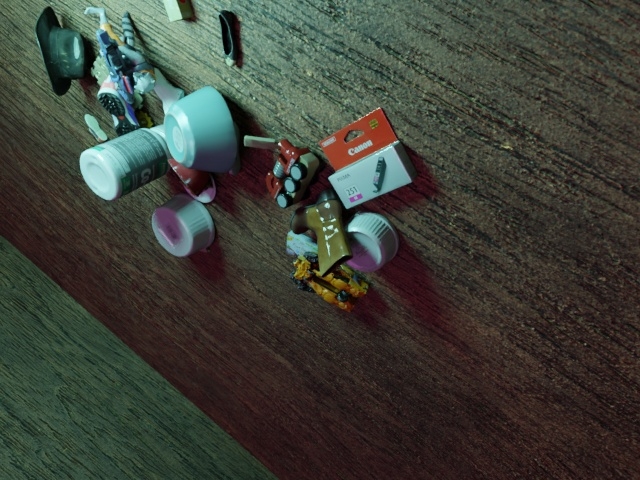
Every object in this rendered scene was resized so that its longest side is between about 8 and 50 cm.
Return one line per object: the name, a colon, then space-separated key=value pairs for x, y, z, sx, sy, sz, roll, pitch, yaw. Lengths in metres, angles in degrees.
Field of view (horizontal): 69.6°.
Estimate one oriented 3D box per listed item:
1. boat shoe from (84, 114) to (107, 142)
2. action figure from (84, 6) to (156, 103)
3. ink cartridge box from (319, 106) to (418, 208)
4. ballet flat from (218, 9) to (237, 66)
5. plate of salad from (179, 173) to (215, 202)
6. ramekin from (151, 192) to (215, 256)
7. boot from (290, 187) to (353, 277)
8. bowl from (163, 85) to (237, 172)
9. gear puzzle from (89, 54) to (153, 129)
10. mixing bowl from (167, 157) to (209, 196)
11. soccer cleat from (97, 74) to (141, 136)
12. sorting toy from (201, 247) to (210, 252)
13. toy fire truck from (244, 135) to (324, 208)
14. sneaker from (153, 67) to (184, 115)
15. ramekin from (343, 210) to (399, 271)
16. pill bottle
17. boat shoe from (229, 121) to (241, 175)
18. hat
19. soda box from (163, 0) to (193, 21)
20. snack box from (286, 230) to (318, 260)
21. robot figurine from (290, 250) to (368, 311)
boat shoe: x=-1.038 y=-0.512 z=2.116 sx=0.043 sy=0.049 sz=0.137 roll=-17 pitch=114 yaw=43
action figure: x=-0.684 y=-0.666 z=1.613 sx=0.330 sy=0.178 sz=0.341 roll=57 pitch=162 yaw=7
ink cartridge box: x=0.135 y=-0.251 z=1.461 sx=0.275 sy=0.060 sz=0.239 roll=-20 pitch=108 yaw=42
ballet flat: x=-0.307 y=-0.655 z=1.498 sx=0.057 sy=0.049 sz=0.173 roll=16 pitch=128 yaw=27
plate of salad: x=-0.525 y=-0.245 z=1.937 sx=0.200 sy=0.048 sz=0.199 roll=18 pitch=128 yaw=25
ramekin: x=-0.622 y=-0.060 z=2.064 sx=0.277 sy=0.135 sz=0.277 roll=16 pitch=125 yaw=25
boot: x=0.000 y=0.000 z=1.604 sx=0.264 sy=0.096 sz=0.280 roll=-32 pitch=57 yaw=35
bowl: x=-0.445 y=-0.379 z=1.638 sx=0.311 sy=0.163 sz=0.311 roll=29 pitch=128 yaw=45
gear puzzle: x=-0.793 y=-0.603 z=1.888 sx=0.175 sy=0.044 sz=0.339 roll=-25 pitch=106 yaw=41
mixing bowl: x=-0.502 y=-0.272 z=1.809 sx=0.181 sy=0.098 sz=0.181 roll=51 pitch=175 yaw=7
soccer cleat: x=-0.789 y=-0.516 z=1.852 sx=0.109 sy=0.116 sz=0.318 roll=0 pitch=153 yaw=1
sorting toy: x=-0.555 y=0.029 z=2.172 sx=0.083 sy=0.012 sz=0.062 roll=13 pitch=126 yaw=28
toy fire truck: x=-0.146 y=-0.259 z=1.605 sx=0.246 sy=0.158 sz=0.217 roll=47 pitch=136 yaw=15
sneaker: x=-0.565 y=-0.560 z=1.741 sx=0.094 sy=0.080 sz=0.212 roll=-22 pitch=99 yaw=16
ramekin: x=0.157 y=0.012 z=1.591 sx=0.207 sy=0.109 sz=0.207 roll=19 pitch=129 yaw=24
pill bottle: x=-0.723 y=-0.318 z=1.806 sx=0.204 sy=0.361 sz=0.204 roll=19 pitch=129 yaw=25
boat shoe: x=-0.348 y=-0.346 z=1.722 sx=0.070 sy=0.078 sz=0.219 roll=22 pitch=132 yaw=20
hat: x=-0.999 y=-0.746 z=1.835 sx=0.134 sy=0.331 sz=0.331 roll=0 pitch=128 yaw=-8
soda box: x=-0.483 y=-0.818 z=1.504 sx=0.061 sy=0.058 sz=0.181 roll=4 pitch=121 yaw=33
snack box: x=-0.065 y=0.030 z=1.809 sx=0.141 sy=0.037 sz=0.100 roll=25 pitch=131 yaw=18
robot figurine: x=0.026 y=0.149 z=1.762 sx=0.291 sy=0.085 sz=0.211 roll=32 pitch=131 yaw=-2
